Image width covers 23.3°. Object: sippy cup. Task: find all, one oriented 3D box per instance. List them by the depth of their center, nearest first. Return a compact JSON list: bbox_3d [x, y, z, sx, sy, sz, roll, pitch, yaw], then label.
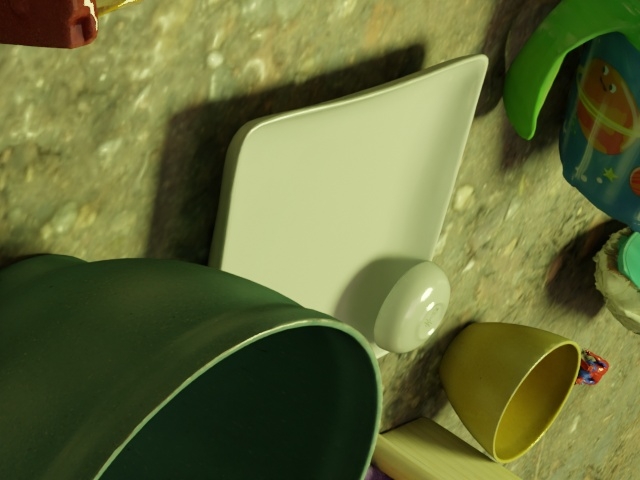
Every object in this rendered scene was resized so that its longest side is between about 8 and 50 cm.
[{"bbox_3d":[0.318,-0.132,1.346,0.240,0.305,0.224,-67,177,-46],"label":"sippy cup"}]

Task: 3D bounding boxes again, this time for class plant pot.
[{"bbox_3d":[-0.131,0.128,0.940,0.293,0.196,0.293,-35,143,-32],"label":"plant pot"},{"bbox_3d":[0.170,0.131,1.483,0.134,0.095,0.134,-37,145,-32],"label":"plant pot"}]

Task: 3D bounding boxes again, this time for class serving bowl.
[{"bbox_3d":[0.081,0.059,1.269,0.083,0.027,0.083,-39,147,-32],"label":"serving bowl"}]

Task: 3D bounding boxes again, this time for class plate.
[{"bbox_3d":[0.000,0.000,1.163,0.277,0.045,0.278,-23,136,-46],"label":"plate"}]

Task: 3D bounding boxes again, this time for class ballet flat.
[{"bbox_3d":[0.400,0.047,1.719,0.409,0.147,0.147,-13,128,-49],"label":"ballet flat"}]

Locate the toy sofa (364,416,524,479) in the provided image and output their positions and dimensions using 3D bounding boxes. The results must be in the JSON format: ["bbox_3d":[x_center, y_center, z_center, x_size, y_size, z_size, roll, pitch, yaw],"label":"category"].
[{"bbox_3d":[0.053,0.363,1.477,0.177,0.150,0.362,-12,128,-52],"label":"toy sofa"}]

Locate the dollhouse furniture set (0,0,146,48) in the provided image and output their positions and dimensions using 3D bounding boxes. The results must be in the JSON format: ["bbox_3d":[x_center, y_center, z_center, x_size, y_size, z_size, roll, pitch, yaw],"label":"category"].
[{"bbox_3d":[-0.102,-0.289,0.685,0.201,0.152,0.374,-25,120,-42],"label":"dollhouse furniture set"}]

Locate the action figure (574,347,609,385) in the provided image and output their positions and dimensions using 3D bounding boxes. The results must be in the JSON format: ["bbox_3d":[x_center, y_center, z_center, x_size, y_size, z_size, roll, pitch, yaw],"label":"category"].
[{"bbox_3d":[0.303,0.146,1.760,0.038,0.030,0.115,-57,155,10],"label":"action figure"}]
